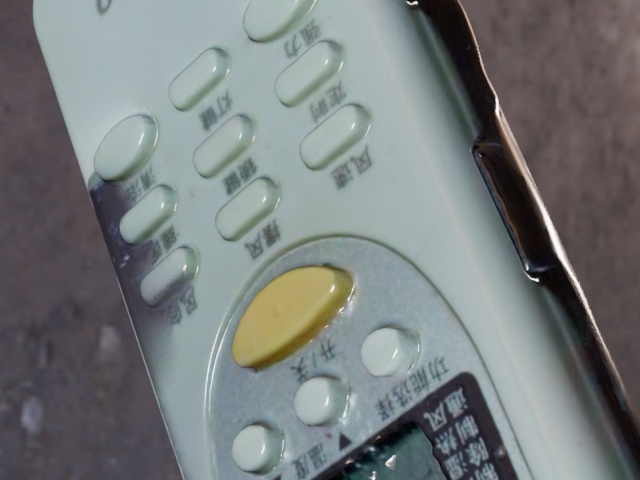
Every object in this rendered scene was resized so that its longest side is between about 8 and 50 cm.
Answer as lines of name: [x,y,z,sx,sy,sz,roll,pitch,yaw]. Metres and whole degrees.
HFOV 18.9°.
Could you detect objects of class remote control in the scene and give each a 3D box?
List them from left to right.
remote control: [0.000,0.000,0.551,0.056,0.140,0.296,9,52,-48]
